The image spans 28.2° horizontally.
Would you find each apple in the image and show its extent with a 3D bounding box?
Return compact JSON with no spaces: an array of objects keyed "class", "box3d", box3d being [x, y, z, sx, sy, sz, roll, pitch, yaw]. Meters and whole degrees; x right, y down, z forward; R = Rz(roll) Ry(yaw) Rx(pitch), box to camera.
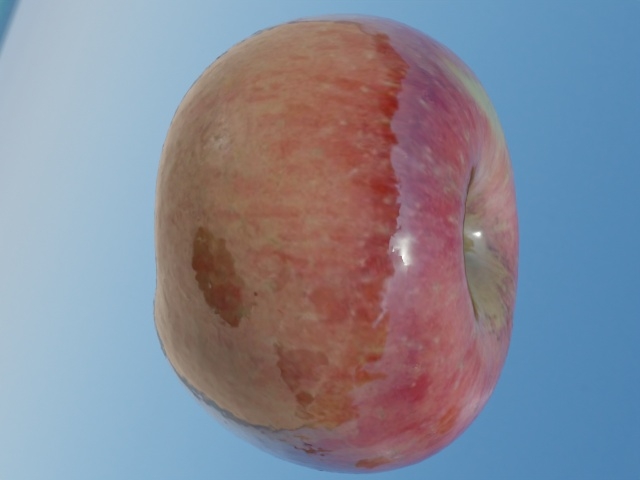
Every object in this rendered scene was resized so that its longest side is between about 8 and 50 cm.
[{"class":"apple","box3d":[0.000,0.000,0.955,0.345,0.269,0.345,-1,90,-67]}]
